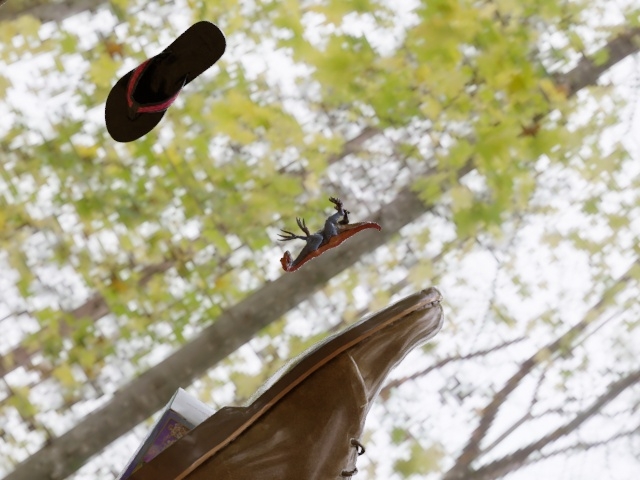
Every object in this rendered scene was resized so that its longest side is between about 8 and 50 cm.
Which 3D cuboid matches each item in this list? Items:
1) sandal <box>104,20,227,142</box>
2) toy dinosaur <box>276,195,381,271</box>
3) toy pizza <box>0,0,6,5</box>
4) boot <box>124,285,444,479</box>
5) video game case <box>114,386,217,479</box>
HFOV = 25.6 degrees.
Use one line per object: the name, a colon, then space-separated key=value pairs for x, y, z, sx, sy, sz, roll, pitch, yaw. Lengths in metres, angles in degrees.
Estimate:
sandal: x=-0.181 y=-0.180 z=1.586 sx=0.179 sy=0.040 sz=0.067 roll=-41 pitch=-84 yaw=15
toy dinosaur: x=0.000 y=0.000 z=1.323 sx=0.090 sy=0.082 sz=0.047 roll=24 pitch=-13 yaw=10
toy pizza: x=-0.422 y=-0.342 z=1.565 sx=0.201 sy=0.032 sz=0.201 roll=13 pitch=-52 yaw=18
boot: x=-0.003 y=0.144 z=1.064 sx=0.115 sy=0.305 sz=0.112 roll=52 pitch=-28 yaw=5
video game case: x=-0.132 y=0.339 z=1.621 sx=0.244 sy=0.061 sz=0.269 roll=33 pitch=-69 yaw=-7
